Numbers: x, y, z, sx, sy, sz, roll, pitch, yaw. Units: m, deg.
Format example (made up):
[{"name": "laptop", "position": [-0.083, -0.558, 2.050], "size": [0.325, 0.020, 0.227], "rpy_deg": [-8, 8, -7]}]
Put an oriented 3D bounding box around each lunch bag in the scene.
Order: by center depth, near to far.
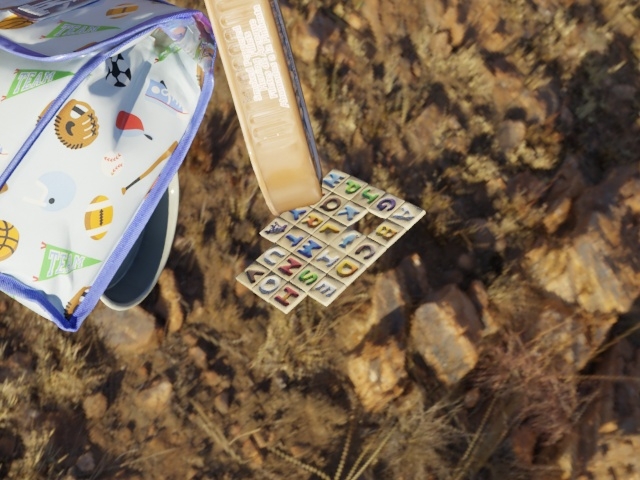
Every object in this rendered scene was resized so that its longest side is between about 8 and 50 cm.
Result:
[{"name": "lunch bag", "position": [-0.336, -0.144, 1.066], "size": [0.385, 0.328, 0.239], "rpy_deg": [-57, 141, -12]}]

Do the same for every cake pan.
[{"name": "cake pan", "position": [-0.302, -0.041, 1.374], "size": [0.054, 0.293, 0.293], "rpy_deg": [8, 58, 15]}]

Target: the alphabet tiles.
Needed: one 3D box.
[{"name": "alphabet tiles", "position": [0.000, 0.000, 1.265], "size": [0.237, 0.198, 0.009], "rpy_deg": [-42, 133, -18]}]

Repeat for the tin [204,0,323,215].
[{"name": "tin", "position": [-0.035, -0.108, 0.518], "size": [0.040, 0.106, 0.190], "rpy_deg": [-13, 106, 8]}]
